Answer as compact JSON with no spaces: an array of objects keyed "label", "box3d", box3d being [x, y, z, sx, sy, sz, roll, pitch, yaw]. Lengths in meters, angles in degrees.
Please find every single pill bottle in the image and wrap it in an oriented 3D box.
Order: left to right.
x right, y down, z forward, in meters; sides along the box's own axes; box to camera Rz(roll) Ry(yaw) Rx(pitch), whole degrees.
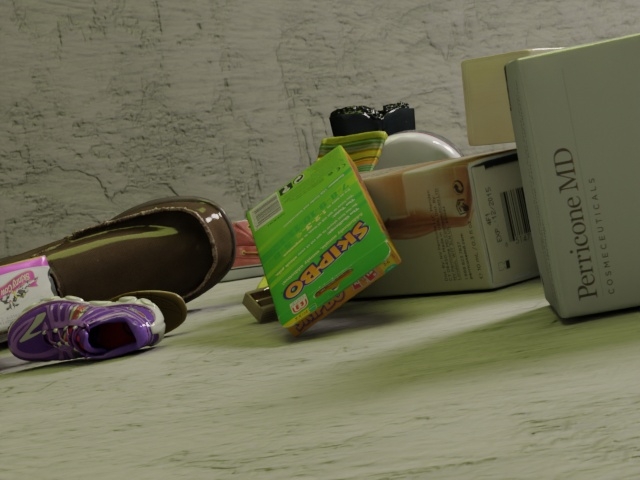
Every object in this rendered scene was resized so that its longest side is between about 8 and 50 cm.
[{"label":"pill bottle","box3d":[0.120,-0.062,2.150,0.160,0.160,0.283,-11,4,6]}]

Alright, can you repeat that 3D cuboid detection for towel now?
[{"label":"towel","box3d":[0.002,-0.032,1.967,0.102,0.021,0.237,-10,46,43]}]

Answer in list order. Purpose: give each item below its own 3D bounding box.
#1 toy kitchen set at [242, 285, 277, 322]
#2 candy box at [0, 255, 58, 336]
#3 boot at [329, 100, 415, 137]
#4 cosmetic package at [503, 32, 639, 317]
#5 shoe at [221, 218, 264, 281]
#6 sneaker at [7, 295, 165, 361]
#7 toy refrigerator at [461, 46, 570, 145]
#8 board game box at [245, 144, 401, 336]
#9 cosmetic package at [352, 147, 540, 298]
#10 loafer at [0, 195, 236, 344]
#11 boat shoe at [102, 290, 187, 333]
[{"label":"toy kitchen set","box3d":[-0.022,0.046,1.711,0.075,0.083,0.068,-14,46,-37]},{"label":"candy box","box3d":[-0.406,0.090,1.813,0.159,0.071,0.233,-15,-5,-40]},{"label":"boot","box3d":[0.035,-0.088,2.439,0.246,0.207,0.094,-13,4,-13]},{"label":"cosmetic package","box3d":[0.352,-0.078,1.335,0.385,0.217,0.156,-13,4,1]},{"label":"shoe","box3d":[-0.071,0.004,2.314,0.178,0.081,0.063,-10,4,23]},{"label":"sneaker","box3d":[-0.243,0.091,1.680,0.170,0.068,0.071,-9,10,18]},{"label":"toy refrigerator","box3d":[0.276,-0.142,1.649,0.269,0.094,0.102,-7,3,-35]},{"label":"board game box","box3d":[0.000,0.000,1.616,0.124,0.039,0.259,-36,24,7]},{"label":"cosmetic package","box3d":[0.110,-0.017,1.741,0.153,0.129,0.296,-16,5,-41]},{"label":"loafer","box3d":[-0.272,0.054,1.979,0.366,0.134,0.130,-20,6,12]},{"label":"boat shoe","box3d":[-0.213,0.082,1.784,0.152,0.056,0.049,-11,9,8]}]
